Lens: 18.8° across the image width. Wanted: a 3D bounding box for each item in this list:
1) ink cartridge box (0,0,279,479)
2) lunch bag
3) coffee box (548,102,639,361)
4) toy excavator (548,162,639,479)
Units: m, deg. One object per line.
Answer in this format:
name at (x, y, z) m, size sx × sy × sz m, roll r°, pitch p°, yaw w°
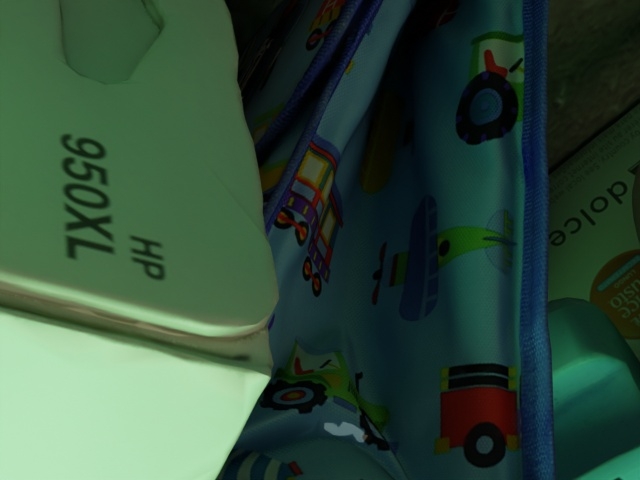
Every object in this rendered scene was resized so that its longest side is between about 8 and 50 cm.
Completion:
ink cartridge box at (-0.176, 0.070, 0.609) m, size 0.166 × 0.285 × 0.395 m, roll 16°, pitch 122°, yaw -21°
lunch bag at (0.000, 0.000, 0.703) m, size 0.138 × 0.293 × 0.221 m, roll 21°, pitch 152°, yaw -14°
coffee box at (0.238, 0.164, 1.074) m, size 0.338 × 0.334 × 0.338 m, roll -39°, pitch 146°, yaw 2°
toy excavator at (0.171, 0.071, 0.836) m, size 0.433 × 0.445 × 0.222 m, roll -30°, pitch 135°, yaw 11°
